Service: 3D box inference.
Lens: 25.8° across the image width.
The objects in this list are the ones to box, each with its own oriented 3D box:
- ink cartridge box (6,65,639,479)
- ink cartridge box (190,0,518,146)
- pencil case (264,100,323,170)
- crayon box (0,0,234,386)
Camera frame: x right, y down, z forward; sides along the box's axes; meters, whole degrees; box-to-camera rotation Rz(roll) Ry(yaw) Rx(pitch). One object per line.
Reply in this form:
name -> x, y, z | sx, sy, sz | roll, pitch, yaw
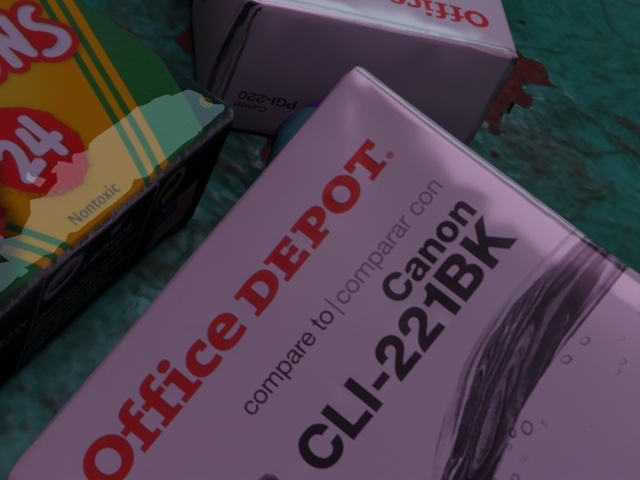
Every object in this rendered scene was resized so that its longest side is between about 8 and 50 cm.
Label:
ink cartridge box -> 0.057, 0.099, 0.509 | 0.273, 0.114, 0.197 | 38, 83, 13
ink cartridge box -> 0.009, -0.160, 0.807 | 0.159, 0.092, 0.218 | 9, 49, -19
pencil case -> 0.000, 0.000, 0.674 | 0.070, 0.064, 0.151 | 7, 46, 1
crayon box -> -0.225, -0.077, 0.622 | 0.318, 0.081, 0.202 | 35, 45, 8
